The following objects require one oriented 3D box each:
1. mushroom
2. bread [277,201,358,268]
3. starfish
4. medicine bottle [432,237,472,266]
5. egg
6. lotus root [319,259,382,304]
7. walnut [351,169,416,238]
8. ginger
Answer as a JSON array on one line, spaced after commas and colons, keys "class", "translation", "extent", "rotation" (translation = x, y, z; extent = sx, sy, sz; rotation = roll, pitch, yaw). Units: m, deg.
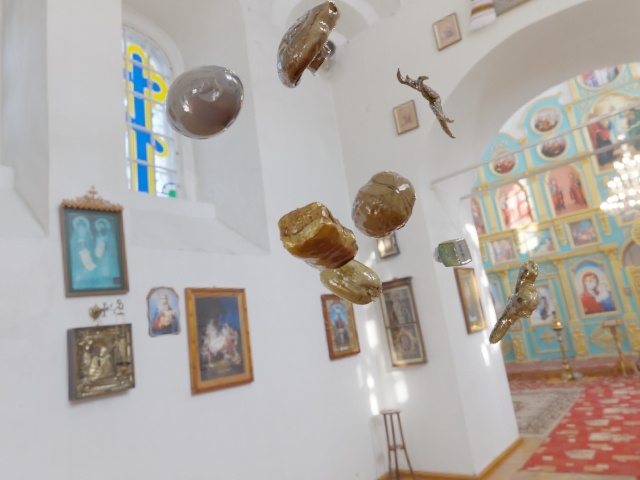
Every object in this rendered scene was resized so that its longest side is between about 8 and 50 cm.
[{"class": "mushroom", "translation": [-0.041, -0.587, 1.338], "extent": [0.146, 0.278, 0.278], "rotation": [34, -28, -15]}, {"class": "bread", "translation": [0.004, 0.004, 1.457], "extent": [0.195, 0.148, 0.344], "rotation": [-22, -24, 16]}, {"class": "starfish", "translation": [0.286, -0.362, 1.150], "extent": [0.057, 0.213, 0.238], "rotation": [-41, -59, 20]}, {"class": "medicine bottle", "translation": [0.657, 0.064, 2.233], "extent": [0.088, 0.131, 0.188], "rotation": [-20, 1, -23]}, {"class": "egg", "translation": [-0.295, -0.357, 1.146], "extent": [0.232, 0.176, 0.176], "rotation": [-16, -16, 36]}, {"class": "lotus root", "translation": [0.107, 0.149, 1.767], "extent": [0.284, 0.160, 0.146], "rotation": [28, -22, 20]}, {"class": "walnut", "translation": [0.334, -0.182, 2.362], "extent": [0.354, 0.308, 0.398], "rotation": [-41, -6, -16]}, {"class": "ginger", "translation": [0.682, 0.229, 1.549], "extent": [0.081, 0.147, 0.333], "rotation": [9, -59, -18]}]
